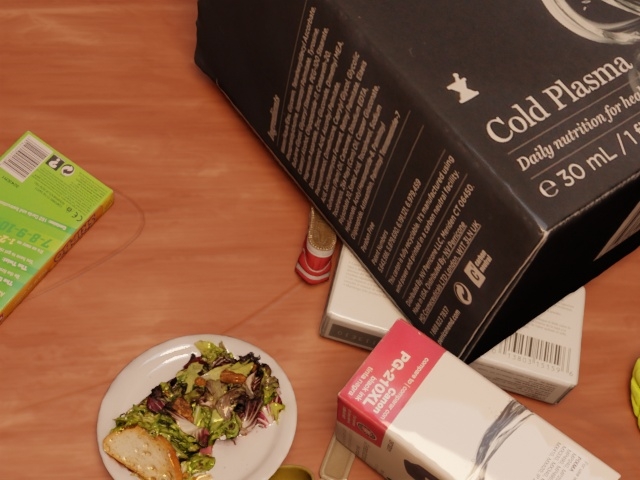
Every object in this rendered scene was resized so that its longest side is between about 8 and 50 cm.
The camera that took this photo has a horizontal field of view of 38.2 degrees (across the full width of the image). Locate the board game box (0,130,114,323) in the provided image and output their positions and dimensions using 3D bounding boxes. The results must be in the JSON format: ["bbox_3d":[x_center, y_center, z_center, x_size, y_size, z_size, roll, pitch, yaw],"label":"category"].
[{"bbox_3d":[-0.351,0.009,0.982,0.124,0.039,0.259,35,64,8],"label":"board game box"}]

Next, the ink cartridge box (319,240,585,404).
[{"bbox_3d":[0.158,0.030,1.038,0.275,0.060,0.239,16,57,-1],"label":"ink cartridge box"}]

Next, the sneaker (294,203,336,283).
[{"bbox_3d":[0.000,0.000,1.041,0.042,0.067,0.118,16,35,1],"label":"sneaker"}]

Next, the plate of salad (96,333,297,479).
[{"bbox_3d":[-0.123,0.170,0.916,0.199,0.048,0.200,-1,49,1],"label":"plate of salad"}]

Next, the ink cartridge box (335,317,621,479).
[{"bbox_3d":[0.135,0.202,0.867,0.237,0.172,0.100,36,70,15],"label":"ink cartridge box"}]

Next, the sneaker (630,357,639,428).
[{"bbox_3d":[0.459,0.221,0.991,0.295,0.109,0.123,42,44,12],"label":"sneaker"}]

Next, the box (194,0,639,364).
[{"bbox_3d":[0.195,-0.208,0.984,0.479,0.297,0.472,-30,68,-24],"label":"box"}]

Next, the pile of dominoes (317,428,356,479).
[{"bbox_3d":[0.108,0.298,0.938,0.251,0.040,0.196,20,66,9],"label":"pile of dominoes"}]

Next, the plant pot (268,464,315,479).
[{"bbox_3d":[-0.053,0.287,0.868,0.134,0.134,0.095,-23,100,-17],"label":"plant pot"}]
